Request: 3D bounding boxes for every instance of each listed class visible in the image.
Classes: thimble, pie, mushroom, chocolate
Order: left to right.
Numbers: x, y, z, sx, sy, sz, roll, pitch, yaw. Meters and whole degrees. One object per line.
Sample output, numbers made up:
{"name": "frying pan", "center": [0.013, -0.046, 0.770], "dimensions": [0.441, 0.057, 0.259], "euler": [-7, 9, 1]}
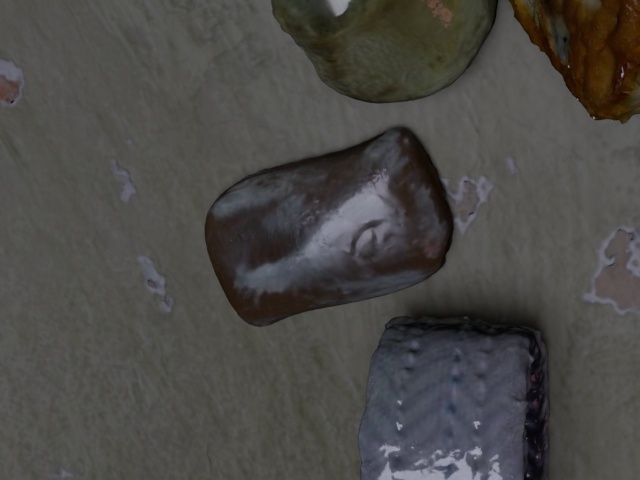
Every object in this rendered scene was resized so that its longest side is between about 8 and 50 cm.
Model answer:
{"name": "chocolate", "center": [-0.001, -0.001, 1.278], "dimensions": [0.254, 0.080, 0.157], "euler": [-17, 101, 23]}
{"name": "mushroom", "center": [0.045, -0.242, 1.139], "dimensions": [0.190, 0.164, 0.267], "euler": [-3, 106, 20]}
{"name": "thimble", "center": [0.131, 0.196, 1.230], "dimensions": [0.157, 0.217, 0.245], "euler": [0, 91, 14]}
{"name": "pie", "center": [0.214, -0.257, 1.038], "dimensions": [0.085, 0.308, 0.308], "euler": [-12, 106, -13]}
